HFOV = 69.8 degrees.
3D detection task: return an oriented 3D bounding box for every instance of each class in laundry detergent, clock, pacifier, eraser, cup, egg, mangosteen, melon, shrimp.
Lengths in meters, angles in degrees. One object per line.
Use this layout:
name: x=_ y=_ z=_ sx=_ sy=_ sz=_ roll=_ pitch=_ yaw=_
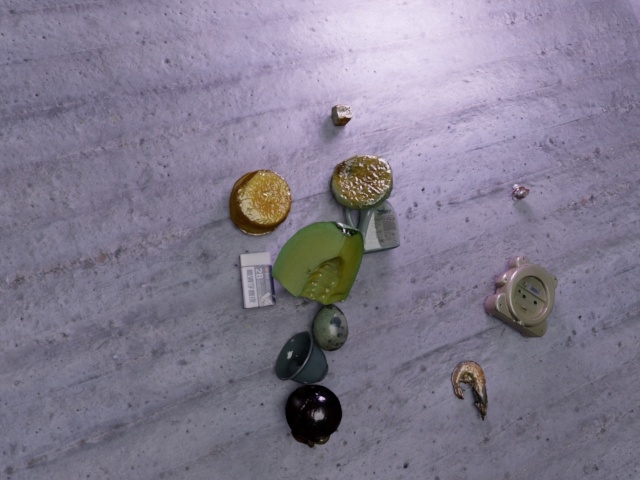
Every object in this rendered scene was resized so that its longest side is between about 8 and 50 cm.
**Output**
laundry detergent: x=0.212 y=-0.091 z=1.913 sx=0.215 sy=0.105 sz=0.280 roll=-10 pitch=83 yaw=-15
clock: x=0.904 y=0.245 z=2.036 sx=0.284 sy=0.114 sz=0.309 roll=31 pitch=72 yaw=-6
pacifier: x=0.926 y=-0.231 z=2.154 sx=0.100 sy=0.081 sz=0.077 roll=16 pitch=41 yaw=-36
eraser: x=-0.244 y=0.153 z=1.771 sx=0.125 sy=0.068 sz=0.209 roll=-5 pitch=81 yaw=-13
cup: x=-0.049 y=0.463 z=1.725 sx=0.150 sy=0.199 sz=0.199 roll=38 pitch=72 yaw=-25
egg: x=0.037 y=0.335 z=1.774 sx=0.142 sy=0.141 sz=0.181 roll=5 pitch=75 yaw=-14
mangosteen: x=-0.025 y=0.655 z=1.683 sx=0.212 sy=0.211 sz=0.249 roll=-5 pitch=108 yaw=-16
melon: x=0.024 y=0.074 z=1.703 sx=0.332 sy=0.226 sz=0.343 roll=27 pitch=110 yaw=-10
shrimp: x=0.634 y=0.633 z=1.930 sx=0.144 sy=0.052 sz=0.250 roll=-11 pitch=75 yaw=-6

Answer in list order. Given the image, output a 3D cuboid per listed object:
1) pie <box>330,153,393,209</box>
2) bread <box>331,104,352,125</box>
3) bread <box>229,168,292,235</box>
pie: x=0.175 y=-0.240 z=1.895 sx=0.278 sy=0.078 sz=0.276 roll=-5 pitch=65 yaw=10
bread: x=0.091 y=-0.541 z=1.974 sx=0.070 sy=0.083 sz=0.076 roll=-10 pitch=83 yaw=-20
bread: x=-0.228 y=-0.150 z=1.790 sx=0.269 sy=0.146 sz=0.267 roll=2 pitch=82 yaw=-17
